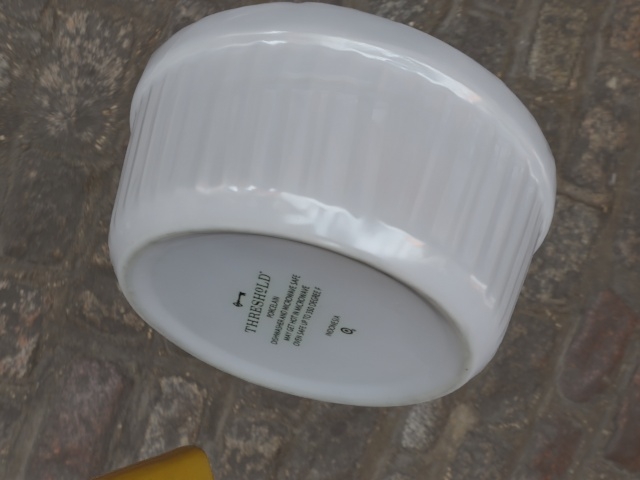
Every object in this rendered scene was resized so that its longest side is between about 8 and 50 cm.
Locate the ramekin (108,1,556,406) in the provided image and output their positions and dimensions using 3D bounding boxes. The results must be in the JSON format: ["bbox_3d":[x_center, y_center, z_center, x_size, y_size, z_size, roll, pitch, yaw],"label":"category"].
[{"bbox_3d":[0.000,0.000,0.533,0.273,0.273,0.127,26,58,-18],"label":"ramekin"}]

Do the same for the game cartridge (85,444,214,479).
[{"bbox_3d":[-0.108,0.281,0.508,0.053,0.324,0.285,-20,81,11],"label":"game cartridge"}]
